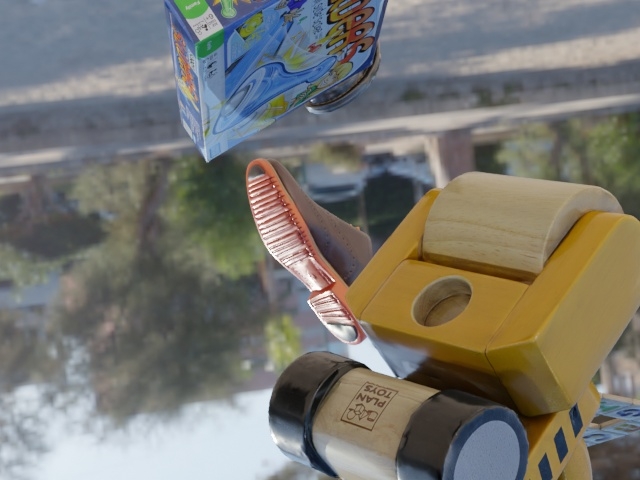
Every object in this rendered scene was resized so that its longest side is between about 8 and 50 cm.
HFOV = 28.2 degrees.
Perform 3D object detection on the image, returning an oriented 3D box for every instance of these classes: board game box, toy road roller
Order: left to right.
[{"bbox_3d":[-0.023,-0.124,0.767,0.136,0.035,0.201,-32,170,-10],"label":"board game box"},{"bbox_3d":[0.139,0.127,1.042,0.202,0.240,0.329,12,-123,47],"label":"toy road roller"}]

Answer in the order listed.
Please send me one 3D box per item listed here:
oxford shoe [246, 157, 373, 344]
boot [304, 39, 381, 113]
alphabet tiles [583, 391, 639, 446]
[{"bbox_3d":[0.000,0.000,1.646,0.098,0.271,0.097,-38,-166,-30],"label":"oxford shoe"},{"bbox_3d":[-0.018,-0.290,1.324,0.091,0.263,0.229,-7,146,30],"label":"boot"},{"bbox_3d":[0.202,0.184,1.241,0.198,0.009,0.237,14,152,-33],"label":"alphabet tiles"}]
